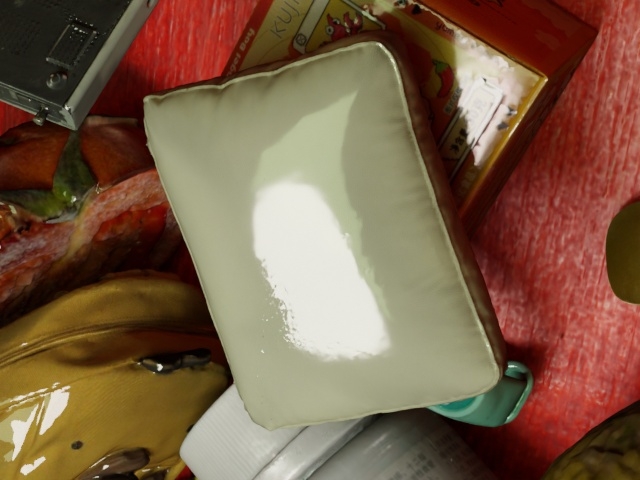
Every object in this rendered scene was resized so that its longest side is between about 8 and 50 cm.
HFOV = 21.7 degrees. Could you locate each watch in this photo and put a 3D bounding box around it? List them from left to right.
[{"bbox_3d":[0.093,0.107,1.603,0.237,0.195,0.068,27,96,0],"label":"watch"}]

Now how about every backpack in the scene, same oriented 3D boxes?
[{"bbox_3d":[-0.260,0.189,1.696,0.378,0.353,0.201,-50,63,36],"label":"backpack"}]

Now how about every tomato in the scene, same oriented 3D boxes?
[{"bbox_3d":[-0.287,-0.020,1.719,0.309,0.309,0.170,-48,62,29],"label":"tomato"}]

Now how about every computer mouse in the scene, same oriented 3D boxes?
[{"bbox_3d":[0.354,0.006,1.519,0.199,0.045,0.102,-6,75,25],"label":"computer mouse"}]

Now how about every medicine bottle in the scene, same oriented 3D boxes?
[{"bbox_3d":[0.032,0.258,1.654,0.306,0.245,0.245,47,120,13],"label":"medicine bottle"}]

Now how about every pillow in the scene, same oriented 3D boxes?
[{"bbox_3d":[0.000,0.000,1.404,0.255,0.120,0.322,-12,105,24],"label":"pillow"}]

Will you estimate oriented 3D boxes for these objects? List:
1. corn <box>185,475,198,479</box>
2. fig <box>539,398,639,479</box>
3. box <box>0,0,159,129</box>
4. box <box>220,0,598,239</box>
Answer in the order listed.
[{"bbox_3d":[-0.181,0.325,1.863,0.288,0.086,0.086,-26,97,31],"label":"corn"},{"bbox_3d":[0.337,0.207,1.538,0.286,0.286,0.368,6,75,21],"label":"fig"},{"bbox_3d":[-0.318,-0.232,1.668,0.270,0.211,0.045,23,155,16],"label":"box"},{"bbox_3d":[0.056,-0.125,1.523,0.259,0.214,0.283,35,119,10],"label":"box"}]
